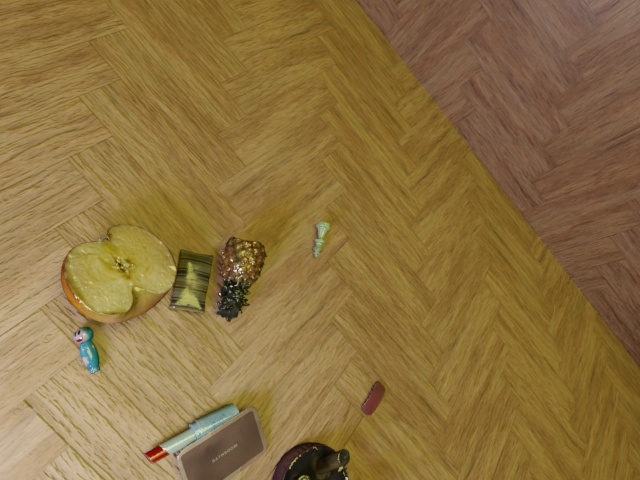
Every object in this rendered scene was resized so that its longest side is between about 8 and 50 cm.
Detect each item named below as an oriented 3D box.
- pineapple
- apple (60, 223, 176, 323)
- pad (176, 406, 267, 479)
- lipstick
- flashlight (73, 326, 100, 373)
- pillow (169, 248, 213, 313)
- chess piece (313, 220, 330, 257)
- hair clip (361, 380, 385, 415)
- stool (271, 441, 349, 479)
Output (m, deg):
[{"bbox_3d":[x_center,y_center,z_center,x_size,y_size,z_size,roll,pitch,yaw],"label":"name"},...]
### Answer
[{"bbox_3d":[-0.283,0.132,1.395,0.158,0.158,0.278,23,72,-23],"label":"pineapple"},{"bbox_3d":[-0.584,0.110,1.190,0.251,0.163,0.293,53,39,6],"label":"apple"},{"bbox_3d":[-0.282,0.630,1.237,0.266,0.002,0.176,-23,105,-36],"label":"pad"},{"bbox_3d":[-0.368,0.563,1.210,0.274,0.061,0.068,-17,85,-37],"label":"lipstick"},{"bbox_3d":[-0.640,0.302,1.152,0.051,0.051,0.129,-21,89,-36],"label":"flashlight"},{"bbox_3d":[-0.419,0.133,1.363,0.113,0.038,0.203,15,63,-24],"label":"pillow"},{"bbox_3d":[0.000,0.000,1.673,0.059,0.059,0.149,23,66,-24],"label":"chess piece"},{"bbox_3d":[0.205,0.599,1.586,0.054,0.022,0.137,50,54,-10],"label":"hair clip"},{"bbox_3d":[0.000,0.777,1.288,0.272,0.178,0.272,12,65,-27],"label":"stool"}]
